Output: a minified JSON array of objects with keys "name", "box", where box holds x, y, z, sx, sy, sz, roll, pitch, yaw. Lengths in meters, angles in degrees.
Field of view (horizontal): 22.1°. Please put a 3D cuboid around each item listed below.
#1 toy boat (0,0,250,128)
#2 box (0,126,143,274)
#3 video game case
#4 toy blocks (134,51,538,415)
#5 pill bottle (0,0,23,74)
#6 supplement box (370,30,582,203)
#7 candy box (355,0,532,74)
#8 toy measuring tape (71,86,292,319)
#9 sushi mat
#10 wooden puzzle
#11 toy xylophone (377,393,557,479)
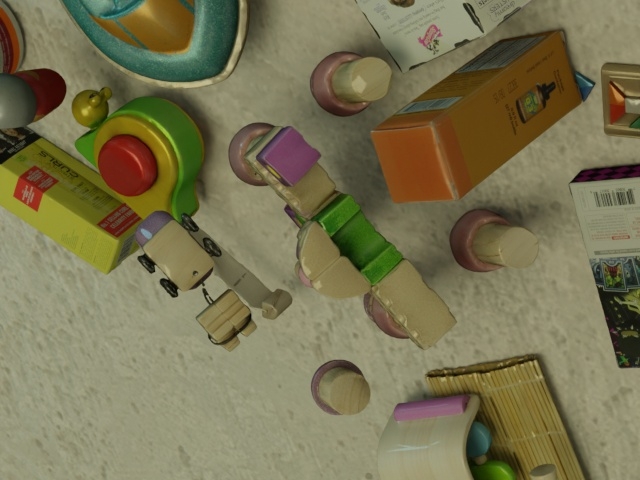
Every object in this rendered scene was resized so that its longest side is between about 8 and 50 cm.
[{"name":"toy boat","box":[-0.227,-0.227,1.681,0.318,0.148,0.267,-43,90,20]},{"name":"box","box":[-0.313,-0.057,1.913,0.232,0.087,0.058,34,128,12]},{"name":"video game case","box":[0.373,0.022,1.570,0.232,0.042,0.210,-5,113,34]},{"name":"toy blocks","box":[0.000,0.000,1.655,0.288,0.309,0.260,49,172,-11]},{"name":"pill bottle","box":[-0.441,-0.193,1.823,0.121,0.221,0.121,15,123,24]},{"name":"supplement box","box":[0.148,-0.115,1.502,0.080,0.233,0.078,-2,114,44]},{"name":"candy box","box":[0.085,-0.268,1.522,0.196,0.070,0.165,57,155,-8]},{"name":"toy measuring tape","box":[-0.142,-0.057,1.793,0.330,0.121,0.121,43,130,3]},{"name":"sushi mat","box":[0.231,0.274,1.815,0.151,0.019,0.316,-11,110,36]},{"name":"wooden puzzle","box":[0.299,-0.130,1.546,0.116,0.014,0.078,1,117,31]},{"name":"toy xylophone","box":[0.191,0.323,1.802,0.236,0.081,0.322,-2,115,34]}]
